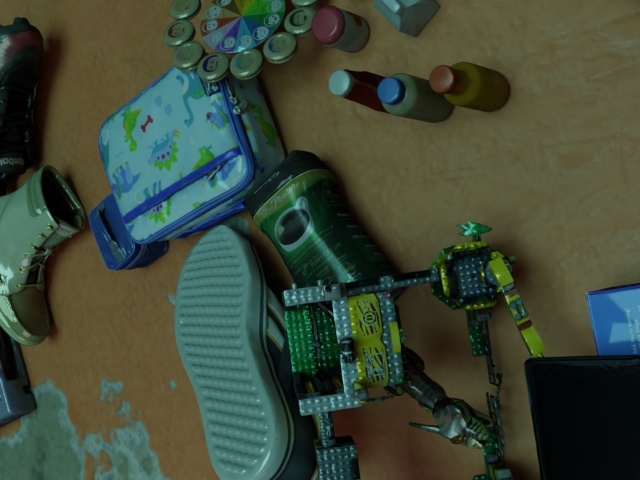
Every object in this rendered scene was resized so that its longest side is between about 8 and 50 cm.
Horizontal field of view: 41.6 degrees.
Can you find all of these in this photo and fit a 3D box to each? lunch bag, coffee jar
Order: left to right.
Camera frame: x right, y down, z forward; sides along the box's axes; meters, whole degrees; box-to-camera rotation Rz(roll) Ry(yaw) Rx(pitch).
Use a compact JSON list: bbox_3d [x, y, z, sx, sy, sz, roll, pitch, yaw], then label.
[{"bbox_3d":[-0.244,-0.015,1.049,0.067,0.065,0.099,-36,72,30],"label":"lunch bag"},{"bbox_3d":[-0.151,-0.099,0.970,0.219,0.090,0.176,-24,80,34],"label":"lunch bag"},{"bbox_3d":[0.000,0.000,0.870,0.096,0.079,0.184,-40,70,24],"label":"coffee jar"}]

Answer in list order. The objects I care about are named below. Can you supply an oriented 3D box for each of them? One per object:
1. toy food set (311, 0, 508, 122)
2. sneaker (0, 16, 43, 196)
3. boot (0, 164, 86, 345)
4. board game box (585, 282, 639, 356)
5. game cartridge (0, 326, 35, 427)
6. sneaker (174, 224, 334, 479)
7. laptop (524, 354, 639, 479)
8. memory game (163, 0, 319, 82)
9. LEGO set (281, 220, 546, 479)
[{"bbox_3d":[0.059,-0.188,0.809,0.111,0.104,0.232,-49,65,25],"label":"toy food set"},{"bbox_3d":[-0.436,-0.167,1.162,0.135,0.097,0.276,47,118,25],"label":"sneaker"},{"bbox_3d":[-0.383,0.022,1.145,0.165,0.077,0.213,-26,81,27],"label":"boot"},{"bbox_3d":[0.354,0.189,0.629,0.233,0.078,0.347,-12,84,34],"label":"board game box"},{"bbox_3d":[-0.563,0.127,1.283,0.230,0.068,0.355,-28,76,28],"label":"game cartridge"},{"bbox_3d":[-0.069,0.129,0.908,0.126,0.127,0.321,-38,46,23],"label":"sneaker"},{"bbox_3d":[0.384,0.246,0.548,0.407,0.236,0.382,-8,86,3],"label":"laptop"},{"bbox_3d":[-0.085,-0.245,0.907,0.186,0.012,0.186,-8,60,15],"label":"memory game"},{"bbox_3d":[0.081,0.146,0.699,0.254,0.192,0.332,1,86,-3],"label":"LEGO set"}]
